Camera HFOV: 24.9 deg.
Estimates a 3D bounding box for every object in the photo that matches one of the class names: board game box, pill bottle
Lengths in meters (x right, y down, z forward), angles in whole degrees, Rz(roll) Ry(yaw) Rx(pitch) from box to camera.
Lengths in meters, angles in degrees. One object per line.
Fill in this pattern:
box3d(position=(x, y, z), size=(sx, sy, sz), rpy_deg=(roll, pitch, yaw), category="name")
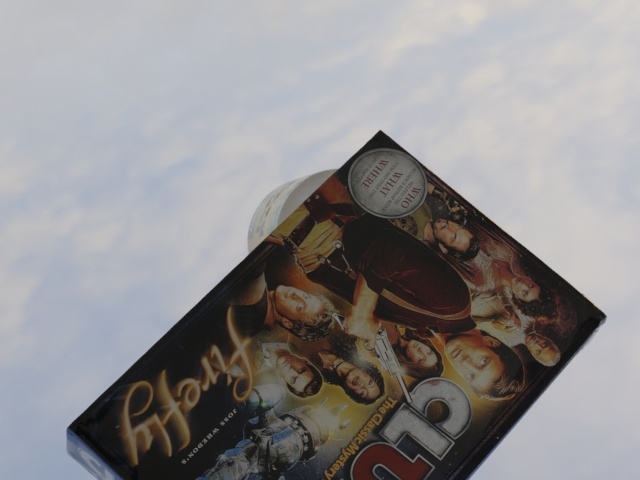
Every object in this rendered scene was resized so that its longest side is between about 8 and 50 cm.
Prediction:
box3d(position=(0.013, 0.074, 0.756), size=(0.165, 0.042, 0.243), rpy_deg=(40, -115, 11), category="board game box")
box3d(position=(0.000, 0.000, 1.267), size=(0.118, 0.117, 0.208), rpy_deg=(-28, -176, -11), category="pill bottle")
